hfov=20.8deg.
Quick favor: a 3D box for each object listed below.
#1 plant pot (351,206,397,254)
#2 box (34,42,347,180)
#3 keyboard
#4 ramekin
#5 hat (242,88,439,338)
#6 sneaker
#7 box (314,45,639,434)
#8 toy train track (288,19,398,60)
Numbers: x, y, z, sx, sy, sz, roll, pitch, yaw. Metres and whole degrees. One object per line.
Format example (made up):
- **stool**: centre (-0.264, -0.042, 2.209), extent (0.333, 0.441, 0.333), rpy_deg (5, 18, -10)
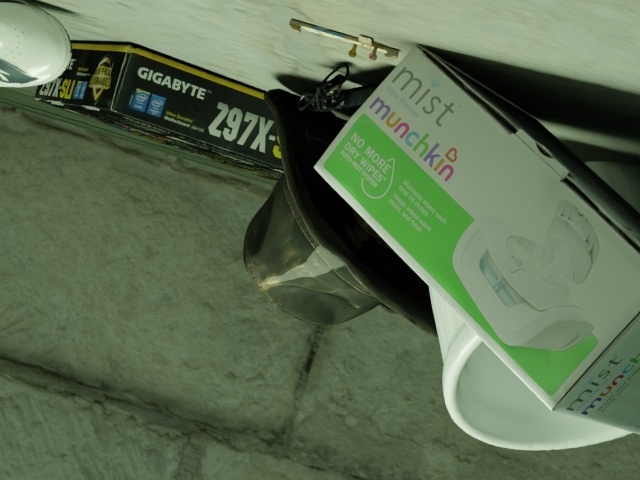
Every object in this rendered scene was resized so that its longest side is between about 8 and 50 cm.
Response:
- **plant pot**: centre (0.126, -0.030, 1.643), extent (0.167, 0.167, 0.165), rpy_deg (15, 171, 47)
- **box**: centre (-0.126, -0.136, 1.951), extent (0.322, 0.079, 0.257), rpy_deg (18, 180, -27)
- **keyboard**: centre (0.041, -0.130, 1.456), extent (0.100, 0.038, 0.192), rpy_deg (-6, -178, -13)
- **ramekin**: centre (0.227, 0.055, 1.536), extent (0.277, 0.277, 0.135), rpy_deg (18, -138, -37)
- **hat**: centre (0.000, 0.000, 1.723), extent (0.331, 0.134, 0.331), rpy_deg (50, -163, -21)
- **sneaker**: centre (-0.358, -0.207, 1.628), extent (0.235, 0.094, 0.153), rpy_deg (27, -172, 7)
- **box**: centre (0.164, 0.004, 1.273), extent (0.262, 0.127, 0.231), rpy_deg (47, -166, 27)
- **toy train track**: centre (0.016, -0.145, 1.289), extent (0.083, 0.014, 0.048), rpy_deg (17, 178, 6)
